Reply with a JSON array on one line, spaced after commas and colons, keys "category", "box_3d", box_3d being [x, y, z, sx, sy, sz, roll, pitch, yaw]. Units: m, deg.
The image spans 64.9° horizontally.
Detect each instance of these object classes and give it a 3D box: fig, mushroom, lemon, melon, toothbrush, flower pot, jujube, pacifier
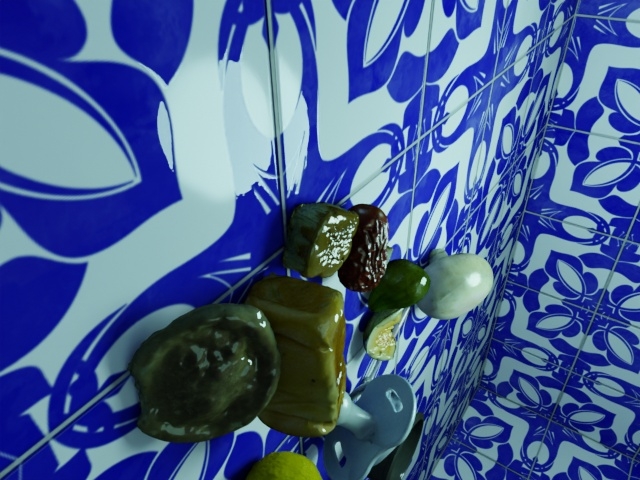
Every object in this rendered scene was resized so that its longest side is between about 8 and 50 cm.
[{"category": "fig", "box_3d": [0.182, 0.119, 1.217, 0.156, 0.123, 0.123, -45, 146, -12]}, {"category": "mushroom", "box_3d": [0.392, 0.121, 1.514, 0.246, 0.202, 0.246, -12, 147, -8]}, {"category": "lemon", "box_3d": [-0.077, 0.504, 0.969, 0.181, 0.193, 0.180, -2, 96, -16]}, {"category": "melon", "box_3d": [0.149, 0.229, 1.287, 0.128, 0.079, 0.160, -10, 120, -37]}, {"category": "toothbrush", "box_3d": [0.187, 0.304, 1.446, 0.307, 0.025, 0.029, -59, 142, -16]}, {"category": "flower pot", "box_3d": [0.184, 0.608, 1.507, 0.269, 0.166, 0.268, -42, 142, -45]}, {"category": "jujube", "box_3d": [0.078, 0.014, 0.974, 0.109, 0.112, 0.176, -14, 124, -26]}, {"category": "pacifier", "box_3d": [0.078, 0.421, 1.209, 0.299, 0.244, 0.233, -46, 120, 6]}]

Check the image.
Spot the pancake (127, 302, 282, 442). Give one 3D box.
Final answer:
[{"category": "pancake", "box_3d": [-0.150, 0.189, 0.684, 0.223, 0.042, 0.236, 10, 111, -31]}]

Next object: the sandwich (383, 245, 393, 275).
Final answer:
[{"category": "sandwich", "box_3d": [0.122, 0.051, 1.147, 0.105, 0.036, 0.093, 10, 101, -60]}]

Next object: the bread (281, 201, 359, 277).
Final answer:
[{"category": "bread", "box_3d": [0.000, 0.000, 0.869, 0.140, 0.069, 0.127, -8, 117, -57]}]

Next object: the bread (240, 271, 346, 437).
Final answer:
[{"category": "bread", "box_3d": [-0.044, 0.200, 0.835, 0.132, 0.167, 0.294, -69, 162, -55]}]
